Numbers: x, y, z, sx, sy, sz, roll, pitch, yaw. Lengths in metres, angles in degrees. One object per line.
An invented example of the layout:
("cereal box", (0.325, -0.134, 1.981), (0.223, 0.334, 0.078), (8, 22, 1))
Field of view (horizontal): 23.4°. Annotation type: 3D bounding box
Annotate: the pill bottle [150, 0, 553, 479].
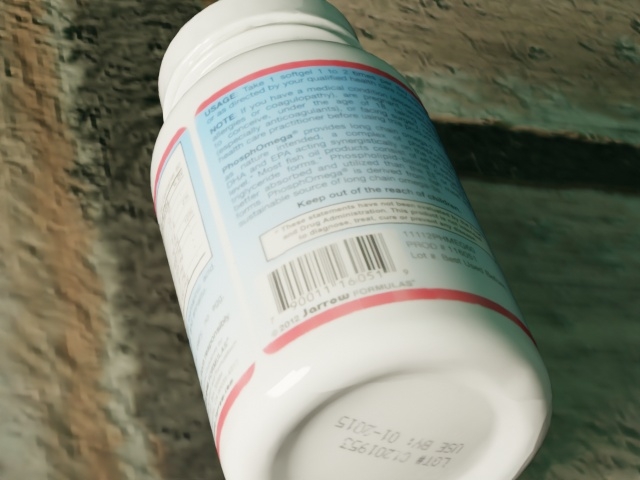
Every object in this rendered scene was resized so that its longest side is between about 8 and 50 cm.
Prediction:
("pill bottle", (0.000, 0.000, 0.438), (0.087, 0.087, 0.160), (3, 42, -22))
